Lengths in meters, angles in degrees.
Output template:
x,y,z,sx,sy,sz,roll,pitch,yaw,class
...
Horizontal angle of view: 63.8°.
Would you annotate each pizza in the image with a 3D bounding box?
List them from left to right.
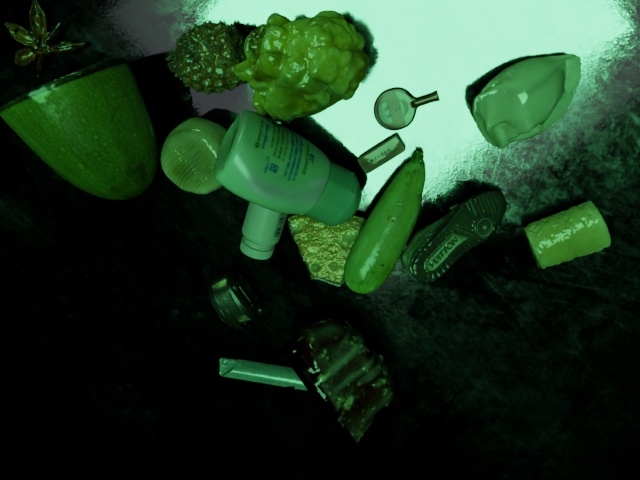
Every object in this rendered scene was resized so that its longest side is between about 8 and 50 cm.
x,y,z,sx,sy,sz,roll,pitch,yaw,class
0.004,0.009,1.343,0.204,0.080,0.188,14,92,8,pizza

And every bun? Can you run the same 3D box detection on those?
x,y,z,sx,sy,sz,roll,pitch,yaw,class
-0.296,-0.209,1.282,0.193,0.128,0.178,-32,104,33,bun

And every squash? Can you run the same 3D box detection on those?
x,y,z,sx,sy,sz,roll,pitch,yaw,class
-0.533,-0.228,1.226,0.310,0.310,0.309,-17,111,17,squash
0.170,-0.038,1.250,0.118,0.118,0.371,27,94,-1,squash

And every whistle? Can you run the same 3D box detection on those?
x,y,z,sx,sy,sz,roll,pitch,yaw,class
-0.155,0.402,1.546,0.312,0.062,0.062,7,114,8,whistle

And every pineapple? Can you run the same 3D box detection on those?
x,y,z,sx,sy,sz,roll,pitch,yaw,class
-0.262,-0.413,1.171,0.193,0.166,0.166,-6,111,13,pineapple

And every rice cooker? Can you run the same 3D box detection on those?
x,y,z,sx,sy,sz,roll,pitch,yaw,class
-0.239,0.164,1.434,0.106,0.112,0.165,-34,103,16,rice cooker

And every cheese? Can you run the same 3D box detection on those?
x,y,z,sx,sy,sz,roll,pitch,yaw,class
0.577,-0.010,1.208,0.167,0.094,0.123,-22,105,19,cheese

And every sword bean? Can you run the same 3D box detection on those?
x,y,z,sx,sy,sz,roll,pitch,yaw,class
-0.346,-0.463,1.243,0.083,0.012,0.012,-35,102,23,sword bean

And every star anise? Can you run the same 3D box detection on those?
x,y,z,sx,sy,sz,roll,pitch,yaw,class
-0.701,-0.505,1.272,0.212,0.053,0.157,-20,108,20,star anise

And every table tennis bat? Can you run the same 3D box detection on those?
x,y,z,sx,sy,sz,roll,pitch,yaw,class
0.199,-0.313,1.198,0.154,0.019,0.098,-13,109,19,table tennis bat

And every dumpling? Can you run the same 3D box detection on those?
x,y,z,sx,sy,sz,roll,pitch,yaw,class
0.448,-0.295,1.113,0.252,0.131,0.179,-30,126,0,dumpling

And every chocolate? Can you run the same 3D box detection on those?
x,y,z,sx,sy,sz,roll,pitch,yaw,class
0.067,0.357,1.399,0.210,0.225,0.340,-36,98,-14,chocolate

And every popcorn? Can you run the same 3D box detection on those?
x,y,z,sx,sy,sz,roll,pitch,yaw,class
-0.040,-0.366,1.091,0.286,0.252,0.215,-17,77,47,popcorn

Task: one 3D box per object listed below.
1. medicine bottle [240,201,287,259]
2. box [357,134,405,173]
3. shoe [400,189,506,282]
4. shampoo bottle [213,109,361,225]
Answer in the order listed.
x,y,z,sx,sy,sz,roll,pitch,yaw,class
-0.143,-0.052,1.327,0.102,0.103,0.187,20,115,2,medicine bottle
0.147,-0.209,1.246,0.115,0.025,0.048,-29,103,21,box
0.307,-0.021,1.253,0.293,0.149,0.109,-41,107,-9,shoe
-0.060,-0.150,1.199,0.349,0.222,0.151,23,137,-24,shampoo bottle
